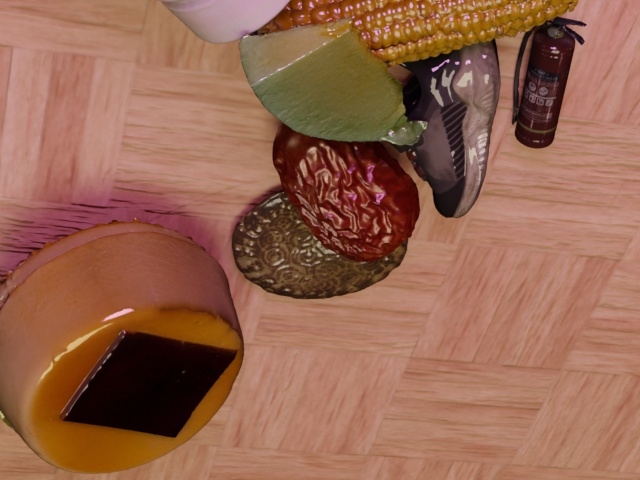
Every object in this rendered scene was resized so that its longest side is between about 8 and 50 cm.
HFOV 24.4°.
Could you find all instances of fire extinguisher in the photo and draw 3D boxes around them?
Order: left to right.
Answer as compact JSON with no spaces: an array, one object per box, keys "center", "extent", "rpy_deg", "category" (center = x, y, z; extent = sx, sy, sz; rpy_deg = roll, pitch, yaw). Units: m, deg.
[{"center":[0.227,-0.165,1.487],"extent":[0.064,0.043,0.158],"rpy_deg":[29,139,23],"category":"fire extinguisher"}]

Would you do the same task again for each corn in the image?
[{"center":[0.080,-0.217,1.369],"extent":[0.317,0.115,0.115],"rpy_deg":[-13,136,2],"category":"corn"}]

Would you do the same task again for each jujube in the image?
[{"center":[0.023,-0.059,1.514],"extent":[0.176,0.112,0.109],"rpy_deg":[47,147,-23],"category":"jujube"}]

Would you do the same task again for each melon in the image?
[{"center":[0.023,-0.141,1.336],"extent":[0.114,0.053,0.261],"rpy_deg":[-40,150,17],"category":"melon"}]

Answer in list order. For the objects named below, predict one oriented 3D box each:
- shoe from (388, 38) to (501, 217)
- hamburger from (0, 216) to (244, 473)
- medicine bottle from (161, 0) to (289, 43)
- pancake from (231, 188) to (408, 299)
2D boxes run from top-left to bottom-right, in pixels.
[{"center":[0.117,-0.122,1.485],"extent":[0.112,0.099,0.228],"rpy_deg":[4,131,-3],"category":"shoe"},{"center":[-0.229,0.110,1.589],"extent":[0.300,0.176,0.300],"rpy_deg":[-18,138,-17],"category":"hamburger"},{"center":[-0.138,-0.300,1.203],"extent":[0.170,0.170,0.293],"rpy_deg":[-28,134,19],"category":"medicine bottle"},{"center":[0.000,0.001,1.637],"extent":[0.199,0.021,0.199],"rpy_deg":[-4,135,-4],"category":"pancake"}]
